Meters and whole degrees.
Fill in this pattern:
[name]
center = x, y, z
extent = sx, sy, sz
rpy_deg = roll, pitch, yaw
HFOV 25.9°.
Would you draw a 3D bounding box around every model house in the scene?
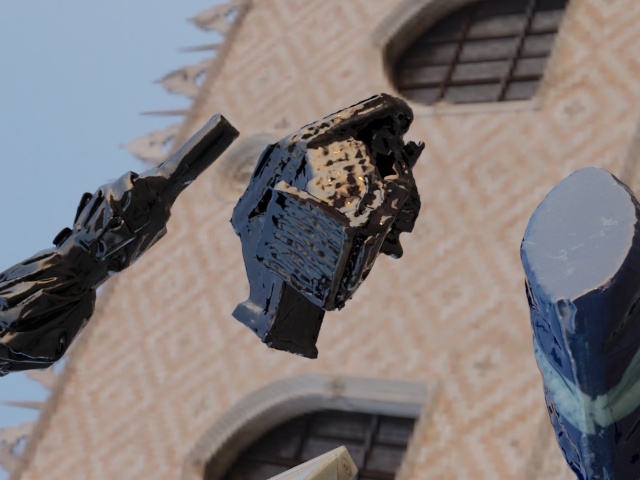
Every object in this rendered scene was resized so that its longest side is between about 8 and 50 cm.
[model house]
center = 0.006, 0.003, 1.133
extent = 0.141, 0.203, 0.164
rpy_deg = -2, -128, -25

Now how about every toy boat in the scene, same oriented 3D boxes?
[toy boat]
center = 0.170, 0.111, 0.682
extent = 0.291, 0.067, 0.220
rpy_deg = 66, -155, -24

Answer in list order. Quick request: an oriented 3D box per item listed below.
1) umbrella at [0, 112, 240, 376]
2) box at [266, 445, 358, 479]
[umbrella]
center = -0.212, 0.001, 1.381
extent = 0.340, 0.118, 0.118
rpy_deg = -43, -51, -4
[box]
center = -0.045, 0.170, 0.832
extent = 0.024, 0.090, 0.167
rpy_deg = 64, -158, 2
